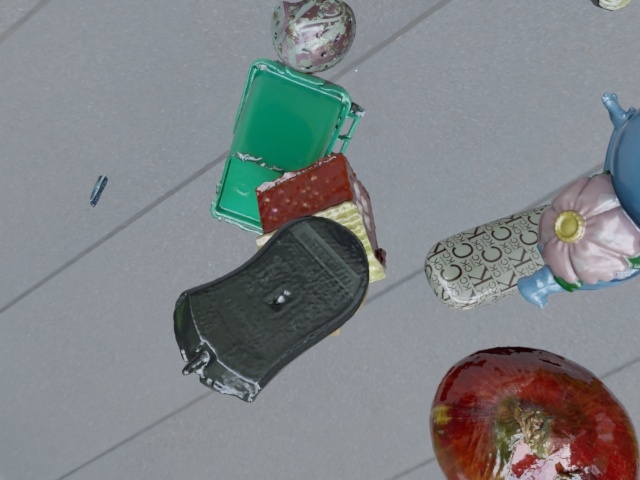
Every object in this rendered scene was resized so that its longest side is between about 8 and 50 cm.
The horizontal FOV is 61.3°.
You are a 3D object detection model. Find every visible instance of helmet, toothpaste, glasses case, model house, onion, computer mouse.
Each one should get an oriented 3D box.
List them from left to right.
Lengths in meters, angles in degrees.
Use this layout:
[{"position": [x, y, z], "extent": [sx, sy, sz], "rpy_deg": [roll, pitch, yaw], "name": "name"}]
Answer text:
[{"position": [-0.439, -0.102, 1.069], "extent": [0.019, 0.083, 0.027], "rpy_deg": [7, 143, -2], "name": "toothpaste"}, {"position": [-0.055, 0.081, 0.645], "extent": [0.147, 0.264, 0.088], "rpy_deg": [48, 150, 17], "name": "computer mouse"}, {"position": [-0.015, -0.404, 1.096], "extent": [0.176, 0.108, 0.153], "rpy_deg": [-6, 145, 10], "name": "helmet"}, {"position": [0.000, 0.000, 0.947], "extent": [0.195, 0.254, 0.160], "rpy_deg": [-22, 135, 12], "name": "model house"}, {"position": [0.360, 0.024, 0.995], "extent": [0.354, 0.137, 0.085], "rpy_deg": [-17, 151, -13], "name": "glasses case"}, {"position": [0.257, 0.235, 0.659], "extent": [0.247, 0.248, 0.162], "rpy_deg": [6, 130, 2], "name": "onion"}]

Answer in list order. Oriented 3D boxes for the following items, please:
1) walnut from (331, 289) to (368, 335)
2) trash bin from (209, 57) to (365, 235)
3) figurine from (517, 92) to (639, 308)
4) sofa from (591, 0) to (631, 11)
[{"position": [-0.020, 0.118, 1.405], "extent": [0.296, 0.285, 0.286], "rpy_deg": [-21, 105, -4], "name": "walnut"}, {"position": [-0.079, -0.200, 1.238], "extent": [0.294, 0.381, 0.259], "rpy_deg": [20, 136, -7], "name": "trash bin"}, {"position": [0.216, -0.012, 0.335], "extent": [0.144, 0.114, 0.178], "rpy_deg": [29, 140, -13], "name": "figurine"}, {"position": [0.296, -0.369, 0.498], "extent": [0.181, 0.200, 0.259], "rpy_deg": [-18, 124, 7], "name": "sofa"}]
